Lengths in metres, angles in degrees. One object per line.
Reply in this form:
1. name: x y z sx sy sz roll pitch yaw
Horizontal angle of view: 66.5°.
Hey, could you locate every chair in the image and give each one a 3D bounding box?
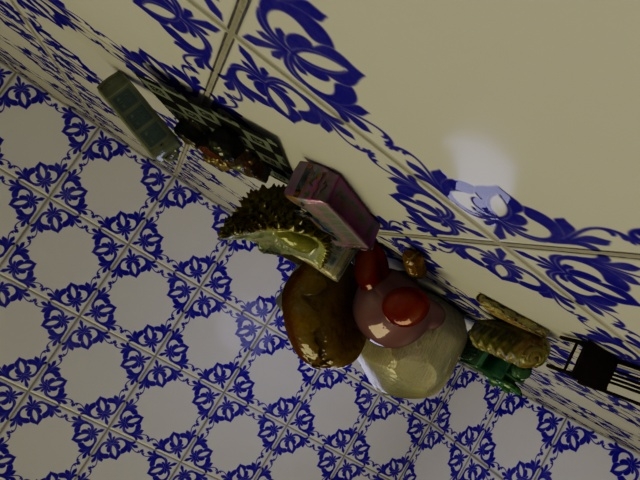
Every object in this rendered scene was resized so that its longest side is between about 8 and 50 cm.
1. chair: 0.563 0.257 0.960 0.101 0.084 0.212 29 173 -8

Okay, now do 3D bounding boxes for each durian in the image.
1. durian: -0.092 -0.039 1.164 0.306 0.166 0.172 7 -137 -33

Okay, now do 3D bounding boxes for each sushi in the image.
1. sushi: -0.230 -0.209 1.120 0.343 0.064 0.359 28 174 9

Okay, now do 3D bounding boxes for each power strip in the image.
1. power strip: -0.435 -0.297 1.173 0.272 0.078 0.052 49 174 13

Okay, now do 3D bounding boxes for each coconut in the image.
1. coconut: 0.281 0.338 1.579 0.346 0.360 0.346 30 173 4

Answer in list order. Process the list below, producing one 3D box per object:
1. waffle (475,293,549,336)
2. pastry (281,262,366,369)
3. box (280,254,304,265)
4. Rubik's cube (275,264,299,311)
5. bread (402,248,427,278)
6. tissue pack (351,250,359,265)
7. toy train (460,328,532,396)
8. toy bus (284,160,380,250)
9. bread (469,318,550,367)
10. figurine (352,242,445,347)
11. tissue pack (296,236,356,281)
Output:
1. waffle: 0.441 0.173 1.128 0.097 0.023 0.152 37 173 -39
2. pastry: 0.028 0.206 1.430 0.163 0.356 0.356 -13 144 35
3. box: -0.070 0.013 1.728 0.201 0.144 0.090 24 173 39
4. Rubik's cube: 0.014 0.238 2.189 0.316 0.319 0.322 32 174 -7
5. bread: 0.226 0.058 1.171 0.052 0.044 0.157 25 171 22
6. tissue pack: 0.061 0.026 1.574 0.155 0.065 0.115 30 170 21
7. toy train: 0.566 0.387 1.569 0.202 0.145 0.266 34 173 3
8. toy bus: 0.033 -0.059 1.033 0.112 0.090 0.274 17 167 31
9. bread: 0.473 0.254 1.225 0.098 0.087 0.269 -1 180 -9
10. figurine: 0.186 0.181 1.340 0.261 0.211 0.270 35 -168 -52
11. tissue pack: 0.000 0.000 1.323 0.196 0.148 0.092 31 169 13
